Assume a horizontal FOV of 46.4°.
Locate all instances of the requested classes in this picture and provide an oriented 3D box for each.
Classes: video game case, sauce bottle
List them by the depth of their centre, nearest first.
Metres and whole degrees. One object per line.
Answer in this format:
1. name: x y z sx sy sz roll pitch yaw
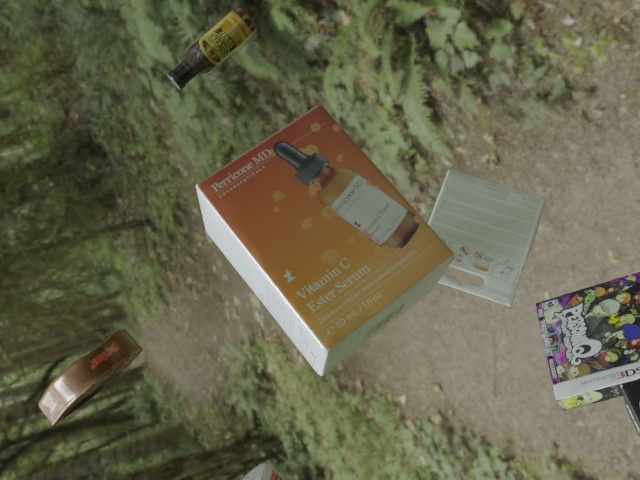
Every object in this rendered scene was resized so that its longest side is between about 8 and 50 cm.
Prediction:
1. sauce bottle: -0.139 -0.243 0.953 0.042 0.128 0.042 45 174 6
2. video game case: 0.507 0.175 1.333 0.042 0.210 0.232 54 -154 -34

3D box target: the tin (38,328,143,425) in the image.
1. tin: -0.267 0.158 0.858 0.040 0.106 0.190 47 143 -1

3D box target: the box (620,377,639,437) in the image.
1. box: 0.490 0.240 0.828 0.270 0.216 0.060 -90 -22 -57

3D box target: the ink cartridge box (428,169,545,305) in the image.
1. ink cartridge box: 0.219 -0.001 1.035 0.045 0.145 0.179 81 -150 -63

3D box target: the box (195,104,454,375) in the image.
1. box: 0.000 0.000 0.616 0.170 0.130 0.091 50 164 14

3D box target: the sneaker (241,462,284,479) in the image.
1. sneaker: -0.069 0.299 0.728 0.065 0.158 0.061 41 148 -15
